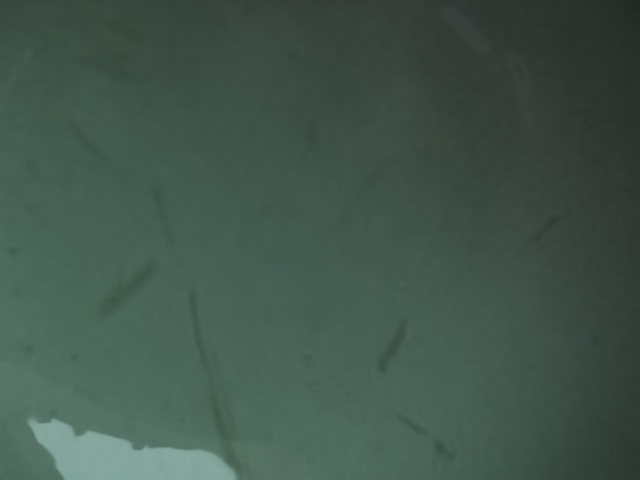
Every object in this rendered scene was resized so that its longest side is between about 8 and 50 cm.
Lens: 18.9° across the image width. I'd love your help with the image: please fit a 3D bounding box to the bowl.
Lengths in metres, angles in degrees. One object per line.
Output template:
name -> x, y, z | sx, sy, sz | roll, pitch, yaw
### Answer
bowl -> -0.020, 0.011, 0.531 | 0.307, 0.163, 0.307 | -1, 106, -4
